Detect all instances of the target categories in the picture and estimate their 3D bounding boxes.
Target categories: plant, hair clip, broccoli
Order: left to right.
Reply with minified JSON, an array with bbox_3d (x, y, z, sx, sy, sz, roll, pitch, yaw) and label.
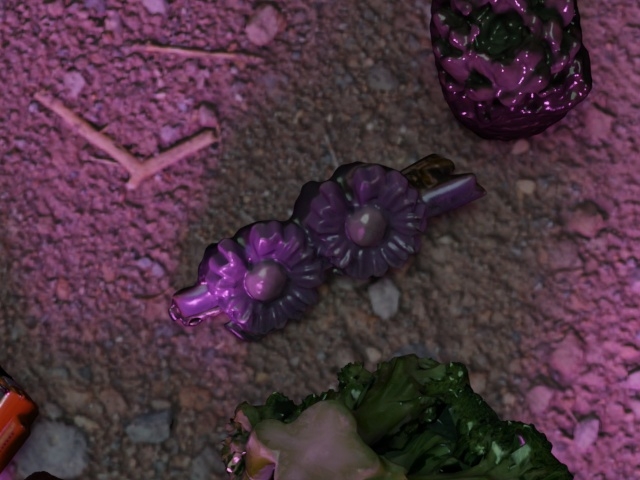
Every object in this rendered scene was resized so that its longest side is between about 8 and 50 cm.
[{"bbox_3d":[0.000,0.000,1.679,0.292,0.084,0.106,-28,116,-1],"label":"hair clip"},{"bbox_3d":[0.042,0.201,1.527,0.294,0.245,0.265,21,77,23],"label":"broccoli"},{"bbox_3d":[0.161,-0.162,1.650,0.132,0.194,0.129,-11,77,3],"label":"plant"}]

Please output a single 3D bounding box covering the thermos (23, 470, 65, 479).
[{"bbox_3d":[-0.146,0.273,1.583,0.232,0.124,0.099,20,98,20],"label":"thermos"}]

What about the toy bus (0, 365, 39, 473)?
[{"bbox_3d":[-0.330,0.179,1.640,0.114,0.098,0.201,35,80,13],"label":"toy bus"}]
